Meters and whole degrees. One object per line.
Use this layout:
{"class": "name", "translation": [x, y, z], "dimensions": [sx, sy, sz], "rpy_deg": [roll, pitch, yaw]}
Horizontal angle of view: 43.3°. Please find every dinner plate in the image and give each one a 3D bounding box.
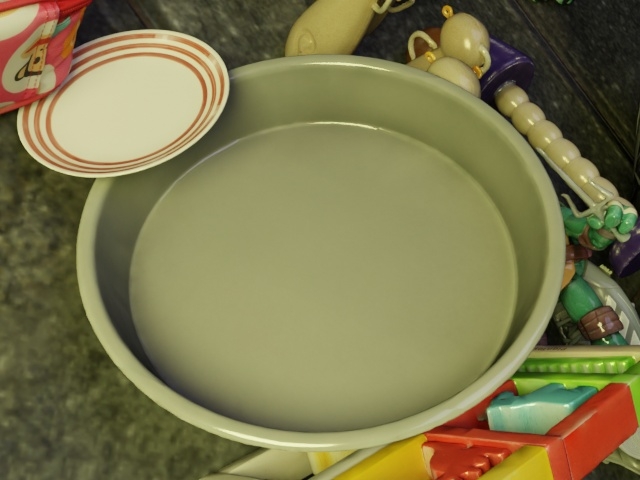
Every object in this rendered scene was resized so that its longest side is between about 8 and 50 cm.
{"class": "dinner plate", "translation": [-0.129, -0.090, 0.534], "dimensions": [0.141, 0.017, 0.141], "rpy_deg": [-5, 51, 6]}

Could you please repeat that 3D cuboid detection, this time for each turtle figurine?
{"class": "turtle figurine", "translation": [0.178, 0.015, 0.654], "dimensions": [0.118, 0.175, 0.234], "rpy_deg": [-4, 74, -56]}

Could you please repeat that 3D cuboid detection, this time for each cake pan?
{"class": "cake pan", "translation": [0.000, 0.000, 0.506], "dimensions": [0.293, 0.054, 0.293], "rpy_deg": [-1, 55, 1]}

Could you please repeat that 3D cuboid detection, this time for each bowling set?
{"class": "bowling set", "translation": [0.071, -0.198, 0.686], "dimensions": [0.199, 0.154, 0.287], "rpy_deg": [-20, 78, -40]}

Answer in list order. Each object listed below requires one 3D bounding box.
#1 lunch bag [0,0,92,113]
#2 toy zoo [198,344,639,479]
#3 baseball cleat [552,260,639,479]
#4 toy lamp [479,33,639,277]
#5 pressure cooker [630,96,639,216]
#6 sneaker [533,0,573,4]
{"class": "lunch bag", "translation": [-0.299, -0.171, 0.442], "dimensions": [0.258, 0.120, 0.293], "rpy_deg": [50, 48, 5]}
{"class": "toy zoo", "translation": [0.062, 0.122, 0.476], "dimensions": [0.293, 0.192, 0.030], "rpy_deg": [-18, 96, -41]}
{"class": "baseball cleat", "translation": [0.241, 0.107, 0.692], "dimensions": [0.109, 0.072, 0.206], "rpy_deg": [-28, 79, -35]}
{"class": "toy lamp", "translation": [0.215, -0.092, 0.749], "dimensions": [0.080, 0.080, 0.275], "rpy_deg": [-14, 58, -39]}
{"class": "pressure cooker", "translation": [0.522, -0.099, 0.808], "dimensions": [0.375, 0.369, 0.421], "rpy_deg": [30, 55, -23]}
{"class": "sneaker", "translation": [0.284, -0.328, 0.988], "dimensions": [0.098, 0.038, 0.069], "rpy_deg": [-9, 71, -39]}
